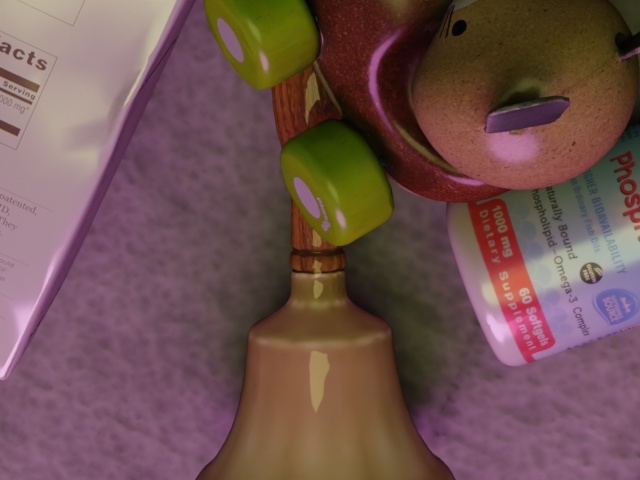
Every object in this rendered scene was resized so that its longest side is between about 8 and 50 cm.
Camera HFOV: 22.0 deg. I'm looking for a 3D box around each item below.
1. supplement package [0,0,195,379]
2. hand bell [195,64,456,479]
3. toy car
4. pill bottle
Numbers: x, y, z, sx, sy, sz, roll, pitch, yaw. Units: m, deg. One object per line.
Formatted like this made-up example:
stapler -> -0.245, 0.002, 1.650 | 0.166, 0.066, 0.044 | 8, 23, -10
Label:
supplement package -> -0.132, -0.092, 0.699 | 0.134, 0.139, 0.244 | 26, 109, -6
hand bell -> 0.000, 0.000, 0.754 | 0.126, 0.126, 0.242 | 0, 99, 5
toy car -> 0.068, -0.078, 0.637 | 0.155, 0.188, 0.149 | -31, 107, -15
pill bottle -> 0.143, -0.007, 0.735 | 0.160, 0.087, 0.087 | -20, 107, 11
